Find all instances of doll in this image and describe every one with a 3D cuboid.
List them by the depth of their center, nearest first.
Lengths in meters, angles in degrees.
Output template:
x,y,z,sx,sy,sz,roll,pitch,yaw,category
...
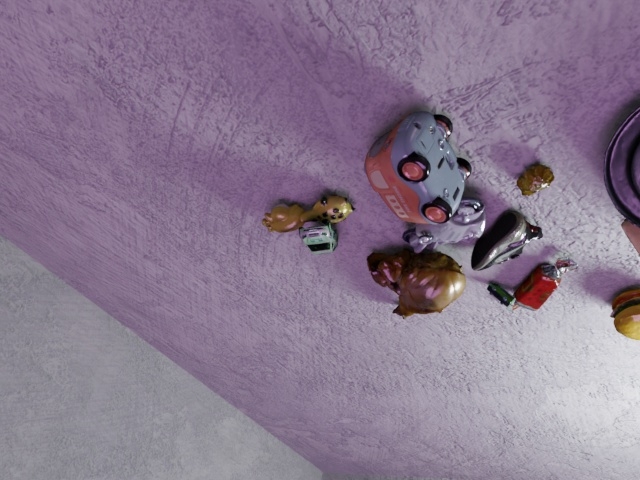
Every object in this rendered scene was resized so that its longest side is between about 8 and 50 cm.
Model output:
x,y,z,sx,sy,sz,roll,pitch,yaw,category
-0.040,-0.075,1.323,0.291,0.086,0.117,-11,141,26,doll

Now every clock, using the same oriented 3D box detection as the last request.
x,y,z,sx,sy,sz,roll,pitch,yaw,category
0.744,-0.153,0.874,0.319,0.066,0.319,16,118,32,clock

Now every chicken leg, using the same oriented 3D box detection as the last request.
x,y,z,sx,sy,sz,roll,pitch,yaw,category
0.273,0.138,1.419,0.295,0.182,0.409,24,155,7,chicken leg

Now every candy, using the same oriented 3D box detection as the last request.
x,y,z,sx,sy,sz,roll,pitch,yaw,category
0.653,0.142,1.336,0.086,0.059,0.292,18,137,1,candy

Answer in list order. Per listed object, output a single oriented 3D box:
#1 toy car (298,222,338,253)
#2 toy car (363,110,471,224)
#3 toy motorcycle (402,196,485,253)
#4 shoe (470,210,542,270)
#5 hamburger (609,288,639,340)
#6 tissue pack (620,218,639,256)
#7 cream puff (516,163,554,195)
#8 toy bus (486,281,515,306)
x,y,z,sx,sy,sz,roll,pitch,yaw,category
0.000,0.000,1.320,0.090,0.076,0.224,-7,173,9,toy car
0.217,-0.163,1.076,0.212,0.180,0.270,-4,132,44,toy car
0.356,-0.033,1.223,0.171,0.110,0.260,23,145,-24,toy motorcycle
0.510,0.017,1.230,0.112,0.099,0.227,15,138,-8,shoe
0.924,0.214,1.276,0.162,0.115,0.162,11,137,11,hamburger
0.900,-0.025,0.992,0.238,0.238,0.305,36,135,-20,tissue pack
0.520,-0.142,1.077,0.083,0.058,0.083,-16,130,30,cream puff
0.560,0.167,1.384,0.083,0.037,0.031,47,149,30,toy bus
